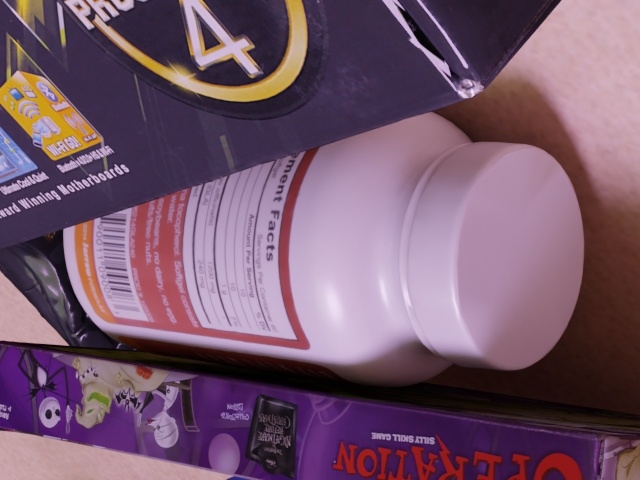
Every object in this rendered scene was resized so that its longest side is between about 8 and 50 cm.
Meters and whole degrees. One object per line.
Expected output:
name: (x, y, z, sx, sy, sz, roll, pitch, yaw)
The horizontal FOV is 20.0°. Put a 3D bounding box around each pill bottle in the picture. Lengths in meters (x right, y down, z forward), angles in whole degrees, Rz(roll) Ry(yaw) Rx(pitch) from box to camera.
pill bottle: (0.000, 0.000, 0.791, 0.216, 0.121, 0.121, 5, 136, 41)

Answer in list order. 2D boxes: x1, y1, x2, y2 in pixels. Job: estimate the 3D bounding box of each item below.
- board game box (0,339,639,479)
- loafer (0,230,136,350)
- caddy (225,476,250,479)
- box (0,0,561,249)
board game box: (0.035, 0.088, 0.826, 0.347, 0.208, 0.056, 5, 92, 42)
loafer: (-0.139, -0.001, 0.985, 0.223, 0.076, 0.078, 48, 178, -25)
caddy: (0.077, 0.220, 0.930, 0.241, 0.179, 0.341, 3, 155, 37)
box: (-0.142, -0.148, 0.563, 0.318, 0.097, 0.395, 52, 148, -17)
